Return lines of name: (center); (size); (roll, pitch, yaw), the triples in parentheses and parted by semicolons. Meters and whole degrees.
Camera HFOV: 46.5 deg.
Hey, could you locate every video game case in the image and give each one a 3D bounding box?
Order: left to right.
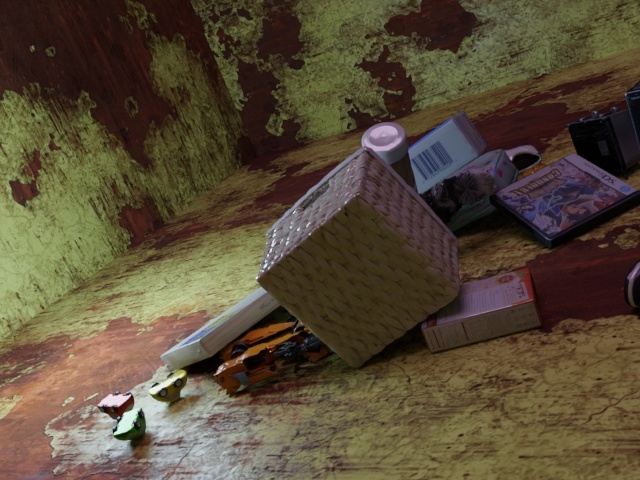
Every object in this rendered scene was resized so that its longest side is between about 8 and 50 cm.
video game case: (0.609, -0.107, 1.868); (0.275, 0.035, 0.248); (-26, 38, -12)

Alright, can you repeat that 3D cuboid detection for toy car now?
toy car: (-0.425, 0.403, 1.730); (0.239, 0.053, 0.225); (-21, 18, 8)

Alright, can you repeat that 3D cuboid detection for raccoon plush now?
raccoon plush: (0.242, -0.045, 2.023); (0.447, 0.216, 0.299); (-20, 12, -4)

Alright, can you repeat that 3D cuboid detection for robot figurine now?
robot figurine: (-0.099, 0.250, 1.731); (0.291, 0.085, 0.211); (-21, 18, 5)

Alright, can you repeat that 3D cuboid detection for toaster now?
toaster: (0.792, -0.267, 2.052); (0.110, 0.185, 0.168); (-26, 9, -18)

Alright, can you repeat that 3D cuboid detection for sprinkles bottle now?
sprinkles bottle: (0.207, -0.165, 2.086); (0.121, 0.355, 0.121); (-9, 50, 11)

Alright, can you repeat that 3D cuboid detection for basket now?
basket: (0.086, 0.043, 1.610); (0.328, 0.331, 0.266); (-40, 16, 22)

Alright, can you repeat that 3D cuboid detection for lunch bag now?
lunch bag: (0.412, -0.123, 2.090); (0.279, 0.108, 0.224); (-33, 16, 36)

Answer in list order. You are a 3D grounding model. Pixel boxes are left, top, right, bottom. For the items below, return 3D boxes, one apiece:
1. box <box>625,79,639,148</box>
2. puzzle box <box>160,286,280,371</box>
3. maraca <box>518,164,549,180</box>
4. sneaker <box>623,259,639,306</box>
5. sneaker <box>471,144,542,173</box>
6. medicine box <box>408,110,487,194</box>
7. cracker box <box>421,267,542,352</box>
box: (0.876, -0.270, 1.732); (0.183, 0.296, 0.294); (-4, 24, 47)
puzzle box: (-0.204, 0.195, 1.950); (0.409, 0.052, 0.272); (-34, 4, -35)
maraca: (0.587, -0.148, 2.059); (0.186, 0.099, 0.127); (-29, -6, 40)
sneaker: (0.668, 0.057, 1.361); (0.235, 0.084, 0.097); (-25, 19, -9)
sneaker: (0.571, -0.239, 2.350); (0.258, 0.094, 0.091); (-23, 14, 0)
medicine box: (0.381, -0.275, 2.412); (0.264, 0.149, 0.289); (-35, 1, 22)
cracker box: (0.332, 0.144, 1.546); (0.232, 0.067, 0.155); (-16, 18, 18)
